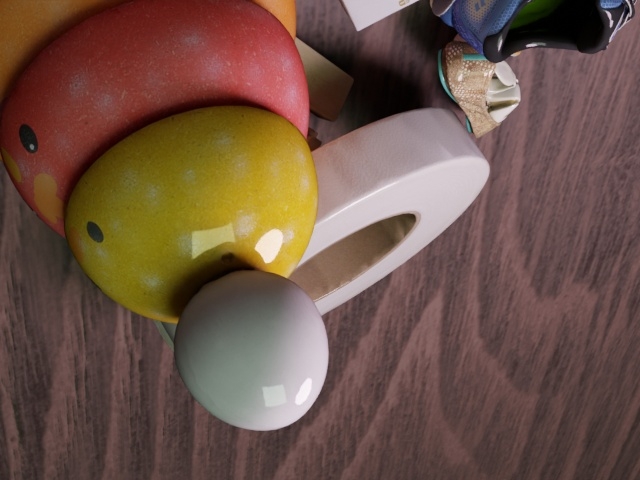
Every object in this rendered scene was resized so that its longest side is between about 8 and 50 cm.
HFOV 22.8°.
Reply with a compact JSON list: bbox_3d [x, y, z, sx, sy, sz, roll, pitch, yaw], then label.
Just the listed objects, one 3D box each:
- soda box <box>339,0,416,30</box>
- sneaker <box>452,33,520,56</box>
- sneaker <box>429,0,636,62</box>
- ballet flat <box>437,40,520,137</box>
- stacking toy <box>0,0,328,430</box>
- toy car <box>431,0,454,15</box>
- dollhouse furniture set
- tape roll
[{"bbox_3d":[0.023,-0.289,1.437,0.074,0.069,0.216,-27,145,3],"label":"soda box"},{"bbox_3d":[0.174,-0.208,1.682,0.083,0.032,0.037,9,147,-34],"label":"sneaker"},{"bbox_3d":[0.283,-0.254,1.581,0.330,0.147,0.129,-22,146,-7],"label":"sneaker"},{"bbox_3d":[0.175,-0.156,1.671,0.067,0.073,0.206,-4,169,15],"label":"ballet flat"},{"bbox_3d":[-0.114,-0.057,1.292,0.351,0.480,0.350,-17,145,-13],"label":"stacking toy"},{"bbox_3d":[0.146,-0.298,1.447,0.149,0.155,0.188,9,145,-40],"label":"toy car"},{"bbox_3d":[-0.079,-0.136,1.613,0.144,0.123,0.151,29,84,-51],"label":"dollhouse furniture set"},{"bbox_3d":[0.000,0.000,1.690,0.392,0.072,0.392,-31,167,-8],"label":"tape roll"}]
